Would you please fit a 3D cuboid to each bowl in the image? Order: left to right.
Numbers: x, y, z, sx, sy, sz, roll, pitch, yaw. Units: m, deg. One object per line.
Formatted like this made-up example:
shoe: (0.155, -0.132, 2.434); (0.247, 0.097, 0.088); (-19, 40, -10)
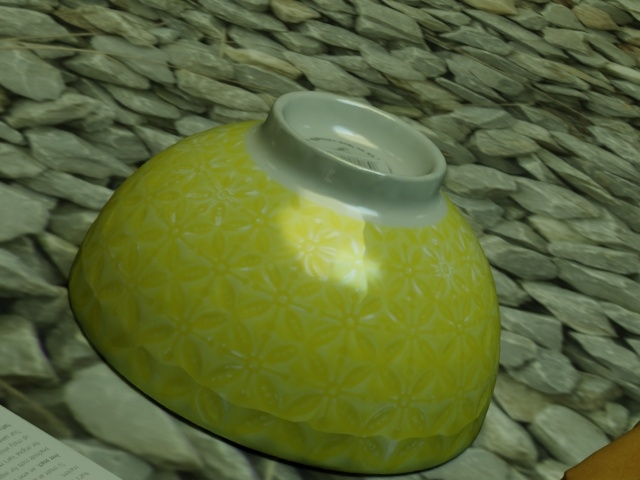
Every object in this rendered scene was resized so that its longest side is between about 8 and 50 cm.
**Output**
bowl: (0.000, 0.000, 1.078); (0.289, 0.156, 0.289); (19, 24, -9)

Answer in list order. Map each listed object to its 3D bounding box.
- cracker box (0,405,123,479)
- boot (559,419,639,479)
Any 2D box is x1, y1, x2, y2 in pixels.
cracker box: (-0.187, 0.129, 0.756); (0.232, 0.067, 0.155); (28, 25, 17)
boot: (0.105, 0.171, 0.701); (0.104, 0.295, 0.211); (61, 33, -17)
